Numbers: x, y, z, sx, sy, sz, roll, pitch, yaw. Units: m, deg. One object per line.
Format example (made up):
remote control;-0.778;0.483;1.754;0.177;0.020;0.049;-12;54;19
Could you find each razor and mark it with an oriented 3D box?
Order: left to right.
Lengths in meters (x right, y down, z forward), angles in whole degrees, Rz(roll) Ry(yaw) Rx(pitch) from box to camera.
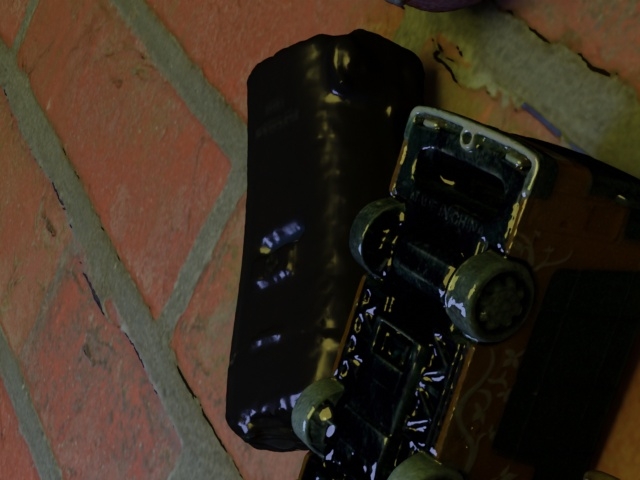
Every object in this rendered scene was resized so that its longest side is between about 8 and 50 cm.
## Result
razor;0.003;-0.001;0.964;0.189;0.107;0.327;-20;62;50

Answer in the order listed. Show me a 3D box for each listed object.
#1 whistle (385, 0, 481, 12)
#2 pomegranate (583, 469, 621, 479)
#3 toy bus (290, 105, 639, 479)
whistle;0.071;-0.273;0.963;0.142;0.134;0.346;-67;27;19
pomegranate;0.204;0.160;0.546;0.181;0.224;0.181;-30;48;41
toy bus;0.102;0.067;0.764;0.138;0.167;0.275;32;110;53
